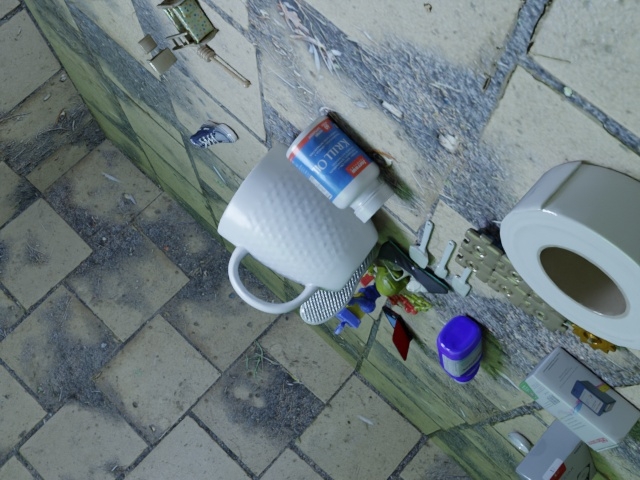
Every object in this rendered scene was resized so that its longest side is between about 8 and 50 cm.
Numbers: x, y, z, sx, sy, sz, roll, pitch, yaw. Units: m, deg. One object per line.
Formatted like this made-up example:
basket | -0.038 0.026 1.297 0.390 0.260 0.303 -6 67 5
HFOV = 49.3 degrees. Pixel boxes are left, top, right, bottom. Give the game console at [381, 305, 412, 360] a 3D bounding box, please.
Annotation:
game console | 0.240 0.302 2.273 0.124 0.085 0.144 31 160 42

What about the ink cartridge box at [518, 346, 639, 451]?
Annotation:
ink cartridge box | 0.549 0.341 1.490 0.212 0.093 0.154 42 167 17

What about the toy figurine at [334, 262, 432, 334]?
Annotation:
toy figurine | 0.136 0.198 1.939 0.191 0.217 0.362 47 171 -4

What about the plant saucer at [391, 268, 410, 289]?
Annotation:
plant saucer | 0.225 0.104 1.890 0.083 0.015 0.083 42 166 13

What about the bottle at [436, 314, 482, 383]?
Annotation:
bottle | 0.369 0.300 1.828 0.092 0.118 0.283 36 163 29

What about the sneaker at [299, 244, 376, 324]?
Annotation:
sneaker | 0.045 0.116 1.887 0.102 0.282 0.161 43 167 -2

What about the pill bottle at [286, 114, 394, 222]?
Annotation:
pill bottle | 0.046 -0.145 1.460 0.221 0.124 0.124 43 166 2

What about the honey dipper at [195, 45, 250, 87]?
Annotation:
honey dipper | -0.231 -0.416 1.676 0.161 0.030 0.030 38 165 11

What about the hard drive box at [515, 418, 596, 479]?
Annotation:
hard drive box | 0.632 0.615 1.859 0.089 0.181 0.232 30 160 46

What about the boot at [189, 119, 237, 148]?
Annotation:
boot | -0.326 -0.310 2.123 0.190 0.086 0.069 24 155 55

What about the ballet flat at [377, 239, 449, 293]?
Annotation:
ballet flat | 0.221 0.083 1.725 0.203 0.074 0.074 40 165 17

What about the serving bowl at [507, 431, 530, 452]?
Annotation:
serving bowl | 0.639 0.639 2.224 0.083 0.027 0.083 42 165 14

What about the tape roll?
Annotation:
tape roll | 0.399 0.025 0.993 0.286 0.100 0.286 42 167 12

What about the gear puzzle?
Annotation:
gear puzzle | 0.407 0.092 1.297 0.339 0.044 0.175 38 163 17

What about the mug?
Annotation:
mug | -0.064 0.002 1.689 0.328 0.374 0.276 35 164 3

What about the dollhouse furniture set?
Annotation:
dollhouse furniture set | -0.348 -0.484 1.527 0.101 0.161 0.182 26 157 53

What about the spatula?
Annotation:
spatula | 0.274 0.043 1.567 0.168 0.019 0.242 42 166 17
